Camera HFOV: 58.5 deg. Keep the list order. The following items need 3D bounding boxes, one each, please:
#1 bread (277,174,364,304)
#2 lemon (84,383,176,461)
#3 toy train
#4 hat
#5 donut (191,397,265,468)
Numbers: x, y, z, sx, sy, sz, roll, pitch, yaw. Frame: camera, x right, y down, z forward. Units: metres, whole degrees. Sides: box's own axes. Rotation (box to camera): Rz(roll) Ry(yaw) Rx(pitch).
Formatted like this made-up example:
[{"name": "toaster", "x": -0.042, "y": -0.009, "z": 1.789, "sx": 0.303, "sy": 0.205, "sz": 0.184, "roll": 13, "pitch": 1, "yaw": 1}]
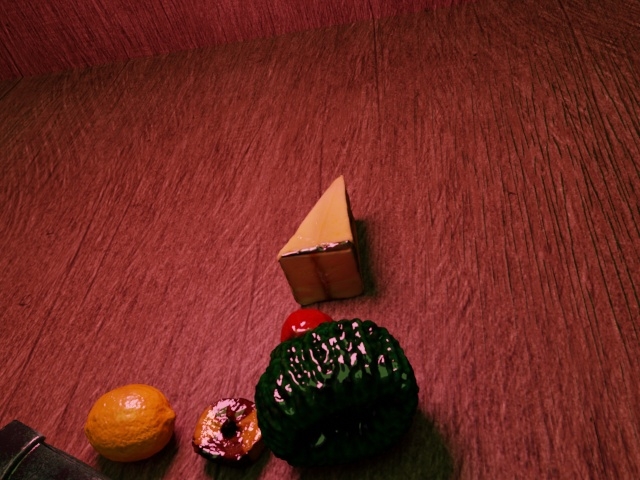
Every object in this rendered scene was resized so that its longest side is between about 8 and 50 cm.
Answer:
[{"name": "bread", "x": 0.001, "y": -0.003, "z": 1.298, "sx": 0.163, "sy": 0.168, "sz": 0.264, "roll": -12, "pitch": 40, "yaw": 7}, {"name": "lemon", "x": -0.362, "y": 0.343, "z": 1.079, "sx": 0.187, "sy": 0.142, "sz": 0.142, "roll": -13, "pitch": 43, "yaw": 14}, {"name": "toy train", "x": -0.452, "y": 0.437, "z": 0.985, "sx": 0.330, "sy": 0.178, "sz": 0.139, "roll": 12, "pitch": 50, "yaw": 29}, {"name": "hat", "x": 0.009, "y": 0.219, "z": 1.032, "sx": 0.273, "sy": 0.242, "sz": 0.332, "roll": -9, "pitch": 30, "yaw": -9}, {"name": "donut", "x": -0.164, "y": 0.358, "z": 1.057, "sx": 0.140, "sy": 0.059, "sz": 0.141, "roll": -10, "pitch": 44, "yaw": 9}]
